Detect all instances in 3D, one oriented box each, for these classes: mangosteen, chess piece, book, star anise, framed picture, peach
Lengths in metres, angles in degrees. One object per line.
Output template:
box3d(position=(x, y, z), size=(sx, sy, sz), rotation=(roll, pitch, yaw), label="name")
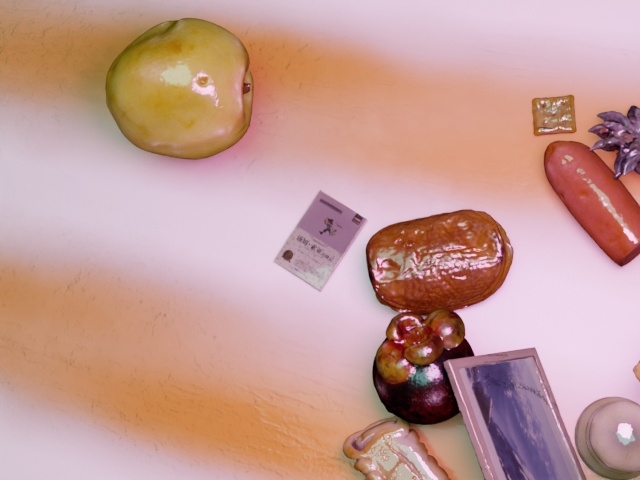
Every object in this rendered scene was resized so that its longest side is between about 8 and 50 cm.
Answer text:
box3d(position=(0.186, 0.230, 1.450), size=(0.209, 0.210, 0.210), rotation=(-4, 74, 15), label="mangosteen")
box3d(position=(0.488, 0.318, 1.308), size=(0.144, 0.251, 0.145), rotation=(-5, 74, 16), label="chess piece")
box3d(position=(0.000, 0.000, 1.669), size=(0.127, 0.014, 0.182), rotation=(32, 87, 22), label="book")
box3d(position=(0.585, -0.178, 1.486), size=(0.180, 0.061, 0.204), rotation=(45, 53, 9), label="star anise")
box3d(position=(0.349, 0.350, 1.365), size=(0.022, 0.247, 0.335), rotation=(-37, 62, 43), label="framed picture")
box3d(position=(-0.291, -0.313, 1.703), size=(0.315, 0.282, 0.314), rotation=(-15, 38, 6), label="peach")

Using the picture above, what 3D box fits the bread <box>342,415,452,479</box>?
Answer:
box3d(position=(0.151, 0.426, 1.472), size=(0.134, 0.081, 0.225), rotation=(-37, 66, -2), label="bread")

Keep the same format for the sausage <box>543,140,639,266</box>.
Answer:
box3d(position=(0.509, -0.080, 1.486), size=(0.113, 0.113, 0.259), rotation=(-34, 70, 5), label="sausage")

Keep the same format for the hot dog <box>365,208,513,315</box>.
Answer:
box3d(position=(0.228, 0.037, 1.537), size=(0.272, 0.122, 0.196), rotation=(-14, 73, 8), label="hot dog")

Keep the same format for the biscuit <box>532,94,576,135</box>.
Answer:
box3d(position=(0.465, -0.250, 1.598), size=(0.083, 0.018, 0.081), rotation=(-2, 74, 16), label="biscuit")

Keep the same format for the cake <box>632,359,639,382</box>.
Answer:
box3d(position=(0.688, 0.166, 1.299), size=(0.227, 0.286, 0.222), rotation=(41, 123, 22), label="cake")
